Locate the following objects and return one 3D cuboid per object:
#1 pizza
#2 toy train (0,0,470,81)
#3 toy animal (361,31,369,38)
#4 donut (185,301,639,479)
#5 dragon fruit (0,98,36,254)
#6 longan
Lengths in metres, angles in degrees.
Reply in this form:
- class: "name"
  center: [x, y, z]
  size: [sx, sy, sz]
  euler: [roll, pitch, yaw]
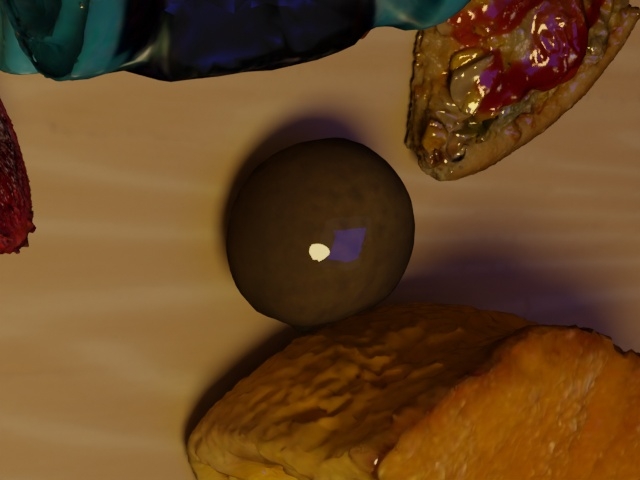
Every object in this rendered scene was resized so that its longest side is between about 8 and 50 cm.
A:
- class: "pizza"
  center: [0.109, -0.140, 0.978]
  size: [0.188, 0.062, 0.199]
  euler: [-43, 132, -25]
- class: "toy train"
  center: [-0.062, -0.212, 0.627]
  size: [0.188, 0.265, 0.300]
  euler: [-13, 118, -25]
- class: "toy animal"
  center: [0.075, -0.252, 0.781]
  size: [0.226, 0.188, 0.358]
  euler: [-75, -169, -60]
- class: "donut"
  center: [0.056, 0.238, 1.026]
  size: [0.378, 0.163, 0.435]
  euler: [10, 99, -48]
- class: "dragon fruit"
  center: [-0.197, -0.046, 0.700]
  size: [0.111, 0.153, 0.153]
  euler: [-24, 131, 6]
- class: "longan"
  center: [0.000, 0.000, 0.912]
  size: [0.113, 0.092, 0.113]
  euler: [-49, 155, -32]
